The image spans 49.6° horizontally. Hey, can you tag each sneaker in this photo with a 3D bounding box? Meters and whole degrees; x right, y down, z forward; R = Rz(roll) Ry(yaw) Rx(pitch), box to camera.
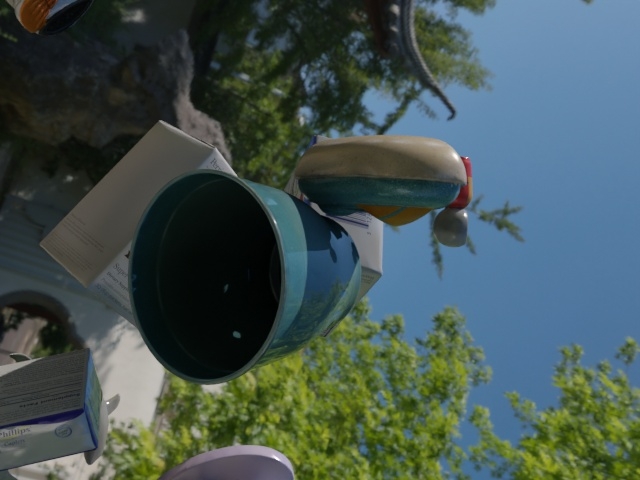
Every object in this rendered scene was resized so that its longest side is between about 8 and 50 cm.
[{"bbox_3d":[-0.276,-0.363,0.816,0.262,0.121,0.099,-43,169,-20],"label":"sneaker"}]

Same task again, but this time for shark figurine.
[{"bbox_3d":[-0.516,0.313,1.470,0.116,0.278,0.166,-40,-176,43],"label":"shark figurine"}]

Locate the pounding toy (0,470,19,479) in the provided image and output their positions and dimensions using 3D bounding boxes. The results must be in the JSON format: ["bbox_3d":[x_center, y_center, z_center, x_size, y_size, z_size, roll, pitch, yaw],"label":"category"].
[{"bbox_3d":[-0.584,0.424,1.108,0.269,0.154,0.154,-44,135,-59],"label":"pounding toy"}]

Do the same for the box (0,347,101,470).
[{"bbox_3d":[-0.360,0.217,0.908,0.137,0.126,0.072,-119,-159,-61],"label":"box"}]

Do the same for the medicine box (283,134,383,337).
[{"bbox_3d":[0.000,0.000,1.310,0.289,0.149,0.264,125,-25,-53],"label":"medicine box"}]

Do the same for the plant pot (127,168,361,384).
[{"bbox_3d":[-0.083,0.048,0.977,0.271,0.255,0.272,-1,-92,34],"label":"plant pot"}]

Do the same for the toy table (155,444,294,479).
[{"bbox_3d":[-0.163,0.454,1.087,0.274,0.252,0.161,-34,-159,3],"label":"toy table"}]

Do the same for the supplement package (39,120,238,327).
[{"bbox_3d":[-0.276,-0.023,1.163,0.175,0.177,0.293,28,-107,40],"label":"supplement package"}]

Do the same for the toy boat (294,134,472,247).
[{"bbox_3d":[0.134,-0.070,1.053,0.267,0.318,0.148,4,-91,46],"label":"toy boat"}]
